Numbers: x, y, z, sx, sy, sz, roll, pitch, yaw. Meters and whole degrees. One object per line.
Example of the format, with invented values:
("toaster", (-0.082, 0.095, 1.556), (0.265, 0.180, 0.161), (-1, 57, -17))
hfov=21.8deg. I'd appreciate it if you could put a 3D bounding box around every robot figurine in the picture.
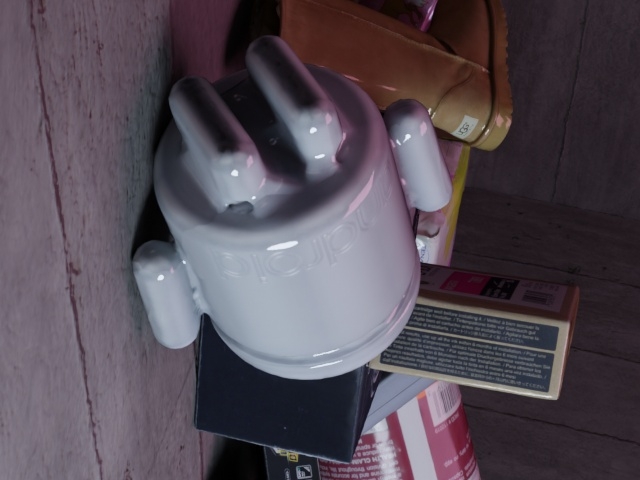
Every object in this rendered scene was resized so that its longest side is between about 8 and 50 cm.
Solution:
("robot figurine", (-0.024, -0.012, 1.446), (0.200, 0.300, 0.353), (59, -7, 38))

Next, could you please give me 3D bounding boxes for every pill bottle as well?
("pill bottle", (0.103, 0.322, 2.233), (0.224, 0.224, 0.392), (-55, 133, -68))

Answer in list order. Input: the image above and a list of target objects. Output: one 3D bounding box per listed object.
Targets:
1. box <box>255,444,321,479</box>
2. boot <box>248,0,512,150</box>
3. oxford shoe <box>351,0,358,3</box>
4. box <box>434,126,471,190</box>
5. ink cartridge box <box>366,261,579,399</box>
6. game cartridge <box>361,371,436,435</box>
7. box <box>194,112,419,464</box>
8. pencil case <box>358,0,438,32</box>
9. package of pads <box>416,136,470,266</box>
("box", (-0.030, 0.362, 2.000), (0.295, 0.073, 0.293), (104, -21, -73))
("boot", (0.061, -0.216, 1.686), (0.089, 0.269, 0.236), (-54, -150, 38))
("oxford shoe", (0.035, -0.334, 1.673), (0.397, 0.146, 0.140), (75, 27, -71))
("box", (0.161, -0.114, 2.763), (0.311, 0.148, 0.121), (-56, 155, -72))
("ink cartridge box", (0.164, 0.088, 1.723), (0.234, 0.193, 0.088), (-35, 134, -77))
("game cartridge", (0.062, 0.129, 2.014), (0.062, 0.198, 0.297), (62, -10, -19))
("box", (0.000, 0.000, 1.788), (0.312, 0.179, 0.343), (-67, 166, -55))
("pencil case", (0.109, -0.281, 1.905), (0.160, 0.167, 0.386), (-27, 144, -60))
("package of pads", (0.137, 0.000, 2.382), (0.296, 0.101, 0.229), (-66, 166, -56))
